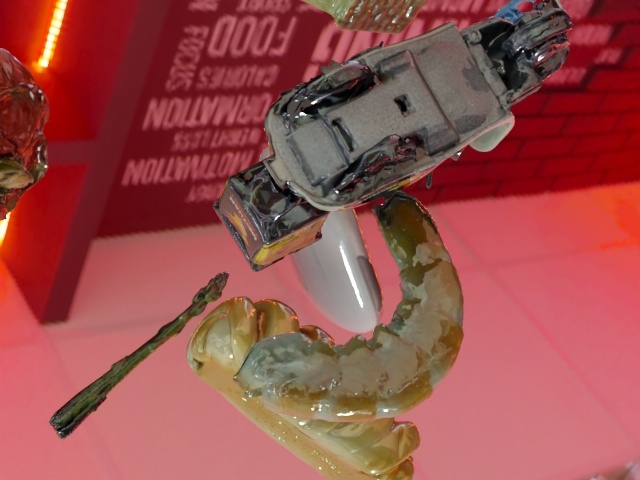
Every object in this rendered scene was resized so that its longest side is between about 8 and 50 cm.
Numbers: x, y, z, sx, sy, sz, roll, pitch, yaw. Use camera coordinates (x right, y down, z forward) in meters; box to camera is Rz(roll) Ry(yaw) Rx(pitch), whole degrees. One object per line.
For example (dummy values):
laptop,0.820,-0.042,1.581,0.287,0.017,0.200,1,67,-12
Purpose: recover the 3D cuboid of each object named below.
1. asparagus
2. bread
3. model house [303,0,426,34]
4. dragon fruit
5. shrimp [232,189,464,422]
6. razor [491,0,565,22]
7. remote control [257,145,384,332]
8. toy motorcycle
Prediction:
asparagus,-0.159,0.099,1.078,0.023,0.022,0.233,19,-132,37
bread,-0.010,0.182,1.374,0.311,0.173,0.121,41,-117,-16
model house,0.051,-0.428,1.438,0.266,0.261,0.321,29,-144,-7
dragon fruit,-0.230,-0.062,0.841,0.083,0.162,0.106,-7,-119,-22
shrimp,0.019,0.043,0.814,0.161,0.049,0.166,0,-103,4
razor,0.153,-0.170,1.216,0.042,0.253,0.082,41,-178,39
remote control,0.000,0.000,1.705,0.103,0.332,0.221,-31,-142,-15
toy motorcycle,0.061,-0.083,0.809,0.263,0.157,0.091,-28,-101,-23
